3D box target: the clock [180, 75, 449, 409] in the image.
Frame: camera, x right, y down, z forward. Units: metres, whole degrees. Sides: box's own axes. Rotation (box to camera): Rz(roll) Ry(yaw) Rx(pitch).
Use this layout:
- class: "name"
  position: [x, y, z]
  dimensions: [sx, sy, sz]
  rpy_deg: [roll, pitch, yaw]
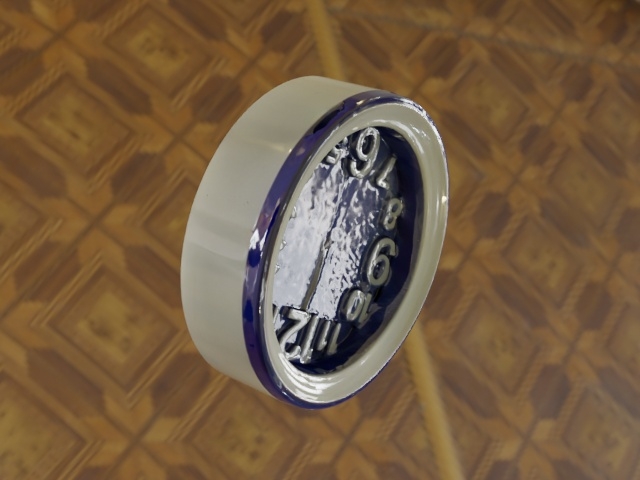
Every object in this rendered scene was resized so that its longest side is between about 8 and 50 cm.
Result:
- class: "clock"
  position: [0.000, 0.000, 1.054]
  dimensions: [0.083, 0.230, 0.230]
  rpy_deg: [21, 34, 31]
